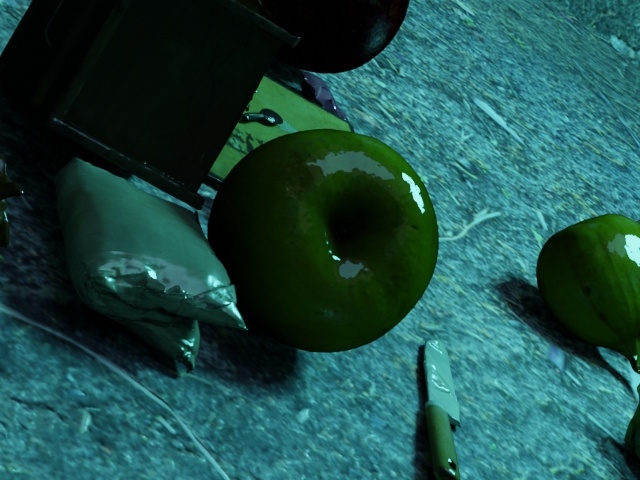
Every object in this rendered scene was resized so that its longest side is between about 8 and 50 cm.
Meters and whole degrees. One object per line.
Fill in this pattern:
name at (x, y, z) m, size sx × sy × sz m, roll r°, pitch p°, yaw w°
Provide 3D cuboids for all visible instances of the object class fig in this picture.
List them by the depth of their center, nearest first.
fig at (0.323, 0.062, 2.066) m, size 0.142 × 0.148 × 0.186 m, roll -71°, pitch 143°, yaw -74°

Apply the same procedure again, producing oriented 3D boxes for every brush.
brush at (-0.061, -0.129, 1.942) m, size 0.024 × 0.008 × 0.083 m, roll 48°, pitch 22°, yaw 16°

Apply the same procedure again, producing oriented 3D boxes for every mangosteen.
mangosteen at (-0.030, -0.297, 2.140) m, size 0.261 × 0.235 × 0.235 m, roll -28°, pitch 63°, yaw -31°

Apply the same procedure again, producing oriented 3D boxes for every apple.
apple at (0.000, 0.000, 1.556) m, size 0.196 × 0.196 × 0.157 m, roll 32°, pitch -11°, yaw -18°

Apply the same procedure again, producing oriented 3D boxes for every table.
table at (-0.155, -0.154, 1.567) m, size 0.172 × 0.169 × 0.193 m, roll 29°, pitch 4°, yaw -25°

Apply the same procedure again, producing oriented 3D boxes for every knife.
knife at (0.110, 0.150, 1.659) m, size 0.047 × 0.017 × 0.298 m, roll 36°, pitch 16°, yaw -13°

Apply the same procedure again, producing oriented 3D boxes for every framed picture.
framed picture at (-0.039, -0.095, 1.938) m, size 0.255 × 0.014 × 0.339 m, roll 29°, pitch 22°, yaw -25°

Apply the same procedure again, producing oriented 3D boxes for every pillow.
pillow at (-0.141, 0.009, 1.446) m, size 0.134 × 0.078 × 0.181 m, roll 27°, pitch 21°, yaw -29°

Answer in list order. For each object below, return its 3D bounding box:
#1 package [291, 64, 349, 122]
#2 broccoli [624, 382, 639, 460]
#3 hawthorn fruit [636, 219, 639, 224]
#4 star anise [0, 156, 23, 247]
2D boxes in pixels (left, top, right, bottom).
package at (-0.001, -0.168, 2.142) m, size 0.083 × 0.029 × 0.059 m, roll 36°, pitch 14°, yaw -52°
broccoli at (0.444, 0.195, 1.826) m, size 0.275 × 0.308 × 0.308 m, roll 22°, pitch 7°, yaw 37°
hawthorn fruit at (0.436, 0.040, 2.184) m, size 0.179 × 0.200 × 0.179 m, roll 58°, pitch -3°, yaw 6°
star anise at (-0.284, -0.059, 1.241) m, size 0.346 × 0.148 × 0.237 m, roll -121°, pitch -165°, yaw -46°
